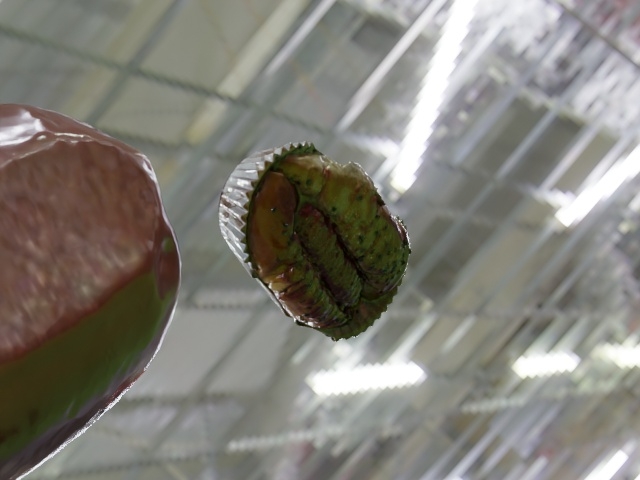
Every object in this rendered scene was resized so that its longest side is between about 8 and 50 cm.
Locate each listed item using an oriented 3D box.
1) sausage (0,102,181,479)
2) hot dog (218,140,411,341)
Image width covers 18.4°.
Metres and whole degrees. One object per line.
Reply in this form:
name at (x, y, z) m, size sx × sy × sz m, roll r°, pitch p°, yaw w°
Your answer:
sausage at (-0.148, 0.032, 0.732) m, size 0.254 × 0.148 × 0.148 m, roll -42°, pitch -15°, yaw -52°
hot dog at (0.000, 0.000, 1.205) m, size 0.099 × 0.053 × 0.192 m, roll -64°, pitch -33°, yaw -11°
